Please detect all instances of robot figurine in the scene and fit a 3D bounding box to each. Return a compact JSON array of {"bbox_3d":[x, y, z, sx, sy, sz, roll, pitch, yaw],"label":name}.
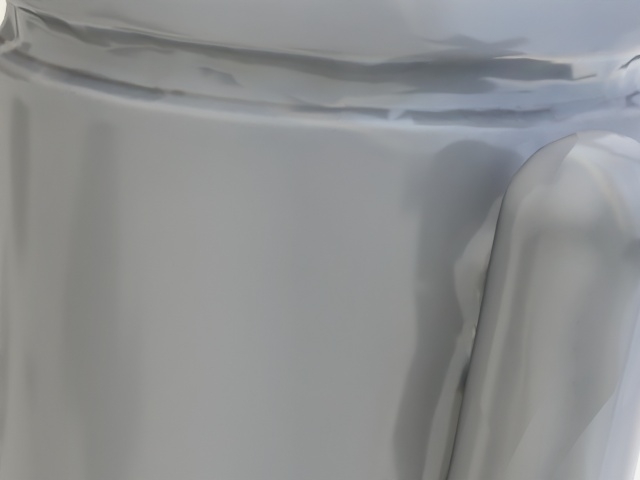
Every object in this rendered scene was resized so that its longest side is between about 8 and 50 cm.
[{"bbox_3d":[0.000,0.000,0.469,0.300,0.200,0.353,27,-62,55],"label":"robot figurine"}]
